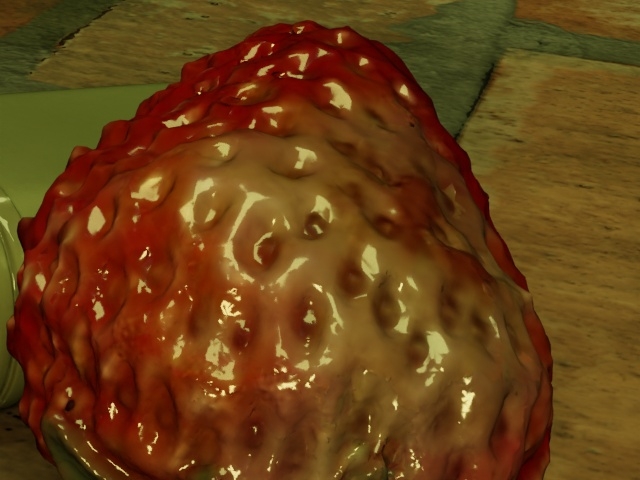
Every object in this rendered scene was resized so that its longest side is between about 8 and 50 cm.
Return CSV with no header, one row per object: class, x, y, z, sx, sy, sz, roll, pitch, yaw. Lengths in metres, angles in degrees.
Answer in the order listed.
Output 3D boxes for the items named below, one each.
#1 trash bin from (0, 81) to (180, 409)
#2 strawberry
trash bin,-0.132,-0.010,1.044,0.247,0.121,0.243,-10,27,-36
strawberry,0.000,0.000,0.869,0.265,0.149,0.336,17,42,-13
